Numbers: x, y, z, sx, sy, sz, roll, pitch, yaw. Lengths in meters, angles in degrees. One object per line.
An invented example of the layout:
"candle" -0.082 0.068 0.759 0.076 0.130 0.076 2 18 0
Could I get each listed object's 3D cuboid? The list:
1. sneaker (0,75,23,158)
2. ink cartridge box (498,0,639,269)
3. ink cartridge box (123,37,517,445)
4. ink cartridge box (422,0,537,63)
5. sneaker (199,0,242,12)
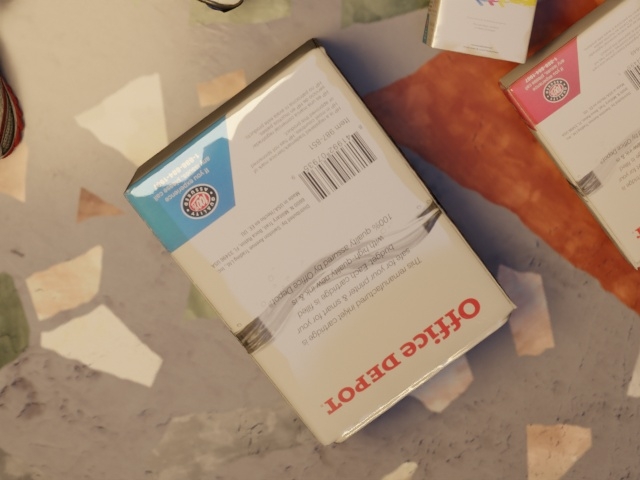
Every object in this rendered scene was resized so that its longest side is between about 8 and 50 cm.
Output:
"sneaker" -0.337 -0.176 1.489 0.088 0.093 0.225 -23 100 4
"ink cartridge box" 0.295 -0.106 1.528 0.158 0.092 0.218 -36 99 5
"ink cartridge box" 0.000 0.000 1.519 0.223 0.129 0.307 -36 100 5
"ink cartridge box" 0.153 -0.243 1.495 0.090 0.092 0.143 9 100 -3
"sneaker" -0.072 -0.311 1.466 0.316 0.127 0.182 -22 105 9
